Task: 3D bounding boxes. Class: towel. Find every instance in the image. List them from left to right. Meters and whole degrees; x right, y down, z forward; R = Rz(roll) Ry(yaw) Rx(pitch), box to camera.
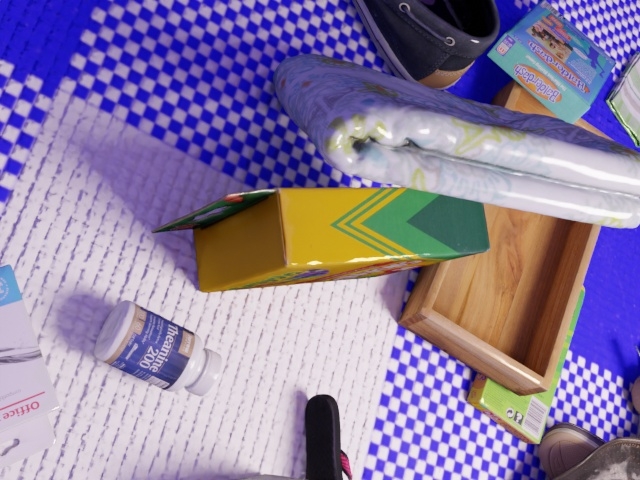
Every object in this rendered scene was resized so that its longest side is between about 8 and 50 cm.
[{"bbox_3d":[0.147,-0.122,0.889,0.374,0.320,0.090,9,106,-16],"label":"towel"},{"bbox_3d":[0.569,-0.253,1.394,0.113,0.023,0.152,47,59,-15],"label":"towel"}]

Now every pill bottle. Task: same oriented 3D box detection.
[{"bbox_3d":[-0.165,0.116,0.812,0.120,0.067,0.067,31,65,-24],"label":"pill bottle"}]

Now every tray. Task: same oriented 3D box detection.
[{"bbox_3d":[0.278,-0.014,1.103,0.203,0.076,0.411,31,65,-10],"label":"tray"}]

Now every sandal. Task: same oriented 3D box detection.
[{"bbox_3d":[0.013,0.267,0.901,0.040,0.067,0.179,14,70,-42],"label":"sandal"}]

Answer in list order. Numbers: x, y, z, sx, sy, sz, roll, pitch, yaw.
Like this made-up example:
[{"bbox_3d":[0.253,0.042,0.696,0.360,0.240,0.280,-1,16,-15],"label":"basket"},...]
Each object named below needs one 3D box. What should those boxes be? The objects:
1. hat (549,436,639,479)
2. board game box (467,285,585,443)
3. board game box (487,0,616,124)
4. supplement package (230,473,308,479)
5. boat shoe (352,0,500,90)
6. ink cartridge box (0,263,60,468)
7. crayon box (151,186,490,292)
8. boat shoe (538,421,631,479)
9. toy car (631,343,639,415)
[{"bbox_3d":[0.413,0.430,1.007,0.331,0.134,0.331,0,91,-12],"label":"hat"},{"bbox_3d":[0.302,0.145,1.130,0.124,0.039,0.259,37,65,-21],"label":"board game box"},{"bbox_3d":[0.353,-0.273,1.182,0.160,0.047,0.210,43,41,3],"label":"board game box"},{"bbox_3d":[-0.071,0.340,0.803,0.105,0.105,0.179,-2,81,-31],"label":"supplement package"},{"bbox_3d":[0.069,-0.429,1.024,0.187,0.156,0.500,-41,102,-28],"label":"boat shoe"},{"bbox_3d":[-0.310,0.124,0.719,0.104,0.060,0.180,-20,91,-35],"label":"ink cartridge box"},{"bbox_3d":[0.000,0.000,0.864,0.318,0.202,0.081,-3,82,-32],"label":"crayon box"},{"bbox_3d":[0.431,0.351,1.141,0.285,0.103,0.092,38,36,-7],"label":"boat shoe"},{"bbox_3d":[0.547,0.245,1.217,0.155,0.149,0.188,13,52,-53],"label":"toy car"}]
